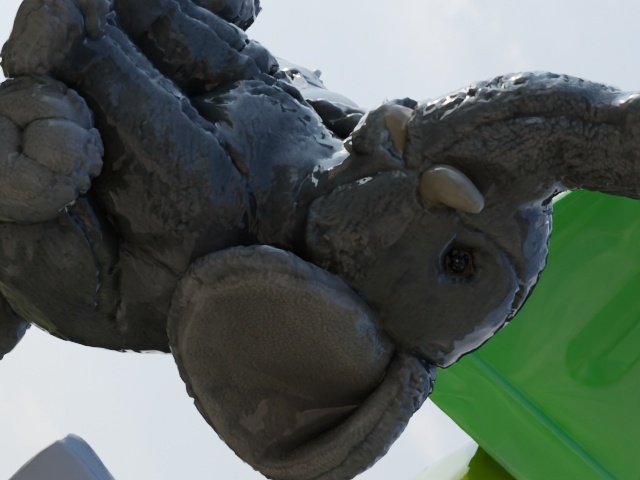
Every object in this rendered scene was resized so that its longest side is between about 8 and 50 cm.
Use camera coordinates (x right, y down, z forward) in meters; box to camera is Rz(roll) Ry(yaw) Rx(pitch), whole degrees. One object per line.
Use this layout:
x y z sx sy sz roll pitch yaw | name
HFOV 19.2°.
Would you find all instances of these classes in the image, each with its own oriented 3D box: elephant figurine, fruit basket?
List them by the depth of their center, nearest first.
0.000 0.000 0.668 0.239 0.169 0.186 27 -11 6 | elephant figurine
0.153 0.149 1.136 0.283 0.392 0.392 -74 141 -69 | fruit basket

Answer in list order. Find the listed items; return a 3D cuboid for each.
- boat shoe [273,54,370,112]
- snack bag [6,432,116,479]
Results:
-0.032 -0.034 0.913 0.099 0.116 0.319 38 5 5 | boat shoe
-0.126 0.299 0.831 0.323 0.342 0.037 44 0 11 | snack bag
